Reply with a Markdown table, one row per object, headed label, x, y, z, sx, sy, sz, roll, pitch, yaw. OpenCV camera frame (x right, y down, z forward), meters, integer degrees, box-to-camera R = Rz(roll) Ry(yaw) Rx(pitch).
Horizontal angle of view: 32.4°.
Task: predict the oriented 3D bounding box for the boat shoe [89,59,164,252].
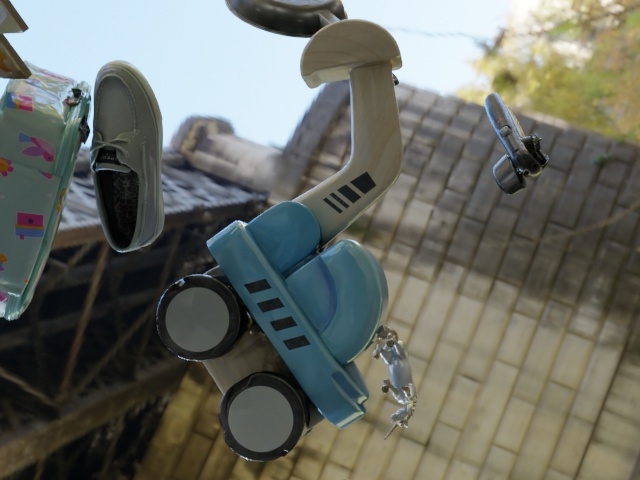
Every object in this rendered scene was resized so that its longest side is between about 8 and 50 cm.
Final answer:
| label | x | y | z | sx | sy | sz | roll | pitch | yaw |
| --- | --- | --- | --- | --- | --- | --- | --- | --- | --- |
| boat shoe | -0.231 | -0.095 | 1.296 | 0.081 | 0.079 | 0.227 | -51 | -42 | -68 |

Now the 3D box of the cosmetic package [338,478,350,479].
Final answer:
| label | x | y | z | sx | sy | sz | roll | pitch | yaw |
| --- | --- | --- | --- | --- | --- | --- | --- | --- | --- |
| cosmetic package | -0.025 | 0.443 | 1.302 | 0.309 | 0.113 | 0.160 | -55 | 2 | -19 |

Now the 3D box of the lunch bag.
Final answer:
| label | x | y | z | sx | sy | sz | roll | pitch | yaw |
| --- | --- | --- | --- | --- | --- | --- | --- | --- | --- |
| lunch bag | -0.347 | -0.066 | 1.293 | 0.224 | 0.108 | 0.279 | -97 | 28 | -65 |

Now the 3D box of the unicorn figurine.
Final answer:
| label | x | y | z | sx | sy | sz | roll | pitch | yaw |
| --- | --- | --- | --- | --- | --- | --- | --- | --- | --- |
| unicorn figurine | 0.108 | 0.197 | 1.545 | 0.111 | 0.060 | 0.162 | 37 | -125 | -68 |

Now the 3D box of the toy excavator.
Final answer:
| label | x | y | z | sx | sy | sz | roll | pitch | yaw |
| --- | --- | --- | --- | --- | --- | --- | --- | --- | --- |
| toy excavator | 0.000 | 0.000 | 1.418 | 0.445 | 0.433 | 0.222 | -34 | -7 | 3 |

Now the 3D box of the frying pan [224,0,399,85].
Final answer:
| label | x | y | z | sx | sy | sz | roll | pitch | yaw |
| --- | --- | --- | --- | --- | --- | --- | --- | --- | --- |
| frying pan | -0.027 | -0.335 | 1.678 | 0.197 | 0.326 | 0.053 | -5 | -51 | -24 |

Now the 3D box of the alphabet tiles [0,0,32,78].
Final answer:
| label | x | y | z | sx | sy | sz | roll | pitch | yaw |
| --- | --- | --- | --- | --- | --- | --- | --- | --- | --- |
| alphabet tiles | -0.443 | -0.287 | 1.161 | 0.011 | 0.342 | 0.285 | -49 | -53 | -27 |

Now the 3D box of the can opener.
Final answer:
| label | x | y | z | sx | sy | sz | roll | pitch | yaw |
| --- | --- | --- | --- | --- | --- | --- | --- | --- | --- |
| can opener | 0.236 | -0.133 | 1.384 | 0.059 | 0.073 | 0.186 | 52 | -161 | -36 |
